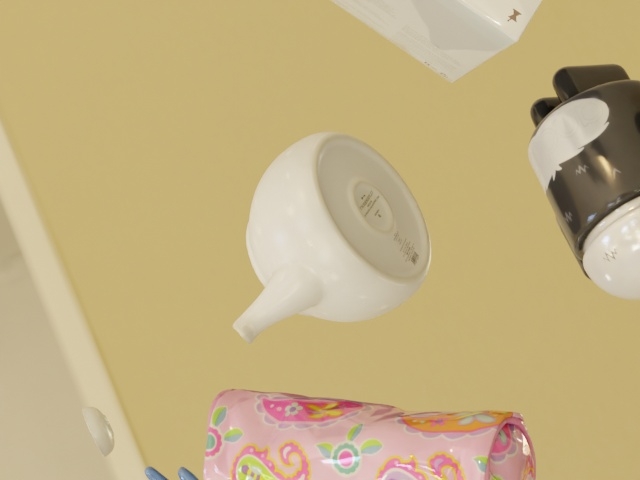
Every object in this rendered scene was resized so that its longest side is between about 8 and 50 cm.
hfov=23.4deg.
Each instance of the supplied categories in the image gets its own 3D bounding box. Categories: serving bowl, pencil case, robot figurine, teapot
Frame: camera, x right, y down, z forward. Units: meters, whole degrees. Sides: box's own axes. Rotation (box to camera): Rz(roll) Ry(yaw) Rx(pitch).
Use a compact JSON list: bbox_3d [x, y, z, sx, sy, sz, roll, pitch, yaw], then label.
[{"bbox_3d":[-0.341,0.293,2.406,0.027,0.083,0.083,-26,-15,-5],"label":"serving bowl"},{"bbox_3d":[0.035,0.192,1.305,0.284,0.124,0.124,1,-3,27],"label":"pencil case"},{"bbox_3d":[0.341,-0.067,1.733,0.174,0.278,0.209,-26,-28,6],"label":"robot figurine"},{"bbox_3d":[0.000,0.000,1.898,0.187,0.252,0.256,-34,-30,33],"label":"teapot"}]

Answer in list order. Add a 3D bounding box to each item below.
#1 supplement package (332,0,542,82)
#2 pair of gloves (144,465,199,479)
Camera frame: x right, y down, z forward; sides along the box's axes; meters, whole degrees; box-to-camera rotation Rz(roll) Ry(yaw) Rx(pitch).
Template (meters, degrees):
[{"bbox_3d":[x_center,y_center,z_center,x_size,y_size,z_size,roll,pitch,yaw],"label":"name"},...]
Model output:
[{"bbox_3d":[0.146,-0.324,1.677,0.198,0.199,0.263,-57,7,-8],"label":"supplement package"},{"bbox_3d":[-0.172,0.340,1.616,0.198,0.159,0.023,-55,-31,-2],"label":"pair of gloves"}]
